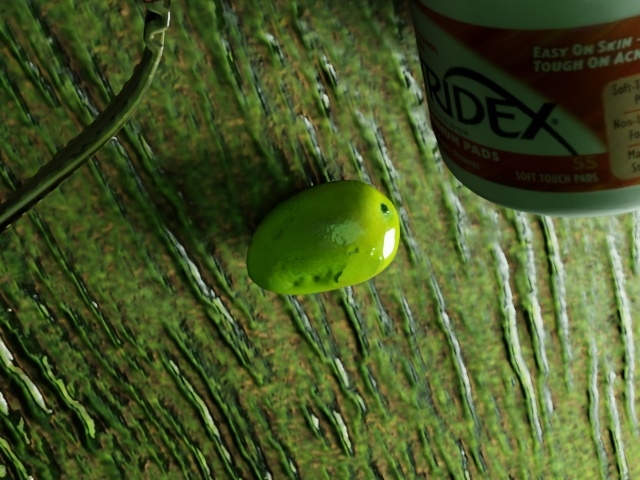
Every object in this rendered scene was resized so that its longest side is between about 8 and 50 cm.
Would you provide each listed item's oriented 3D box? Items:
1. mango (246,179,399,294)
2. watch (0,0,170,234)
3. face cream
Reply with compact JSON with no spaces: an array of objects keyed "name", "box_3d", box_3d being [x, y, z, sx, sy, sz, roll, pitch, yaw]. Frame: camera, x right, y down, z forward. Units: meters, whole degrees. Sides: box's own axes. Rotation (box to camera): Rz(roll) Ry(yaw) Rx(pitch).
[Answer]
[{"name":"mango","box_3d":[0.000,0.000,1.046,0.108,0.056,0.073,-28,119,7]},{"name":"watch","box_3d":[-0.196,-0.103,0.920,0.165,0.102,0.268,37,116,-23]},{"name":"face cream","box_3d":[0.153,-0.140,0.911,0.201,0.201,0.187,-17,124,-4]}]
